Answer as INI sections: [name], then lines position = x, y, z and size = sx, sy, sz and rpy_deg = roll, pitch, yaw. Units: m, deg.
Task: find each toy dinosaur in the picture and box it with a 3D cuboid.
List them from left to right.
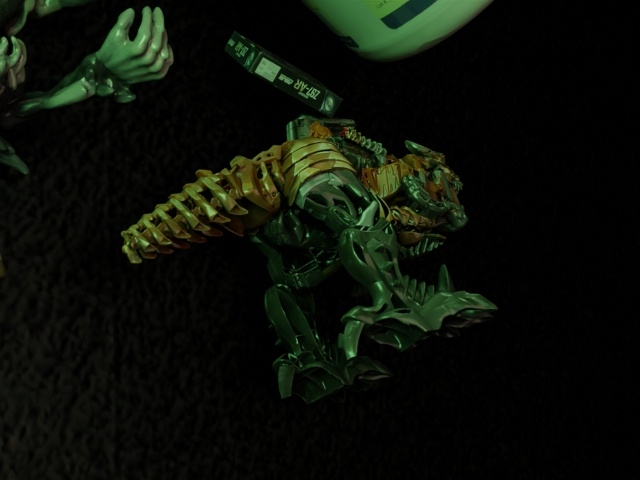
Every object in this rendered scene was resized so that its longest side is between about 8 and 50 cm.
[toy dinosaur]
position = 0.000, 0.000, 0.695
size = 0.322, 0.164, 0.218
rpy_deg = -14, 71, -24

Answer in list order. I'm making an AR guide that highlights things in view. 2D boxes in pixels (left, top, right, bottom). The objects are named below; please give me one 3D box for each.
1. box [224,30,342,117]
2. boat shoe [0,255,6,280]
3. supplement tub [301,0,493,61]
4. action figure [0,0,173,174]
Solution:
[box]
position = -0.030, -0.134, 0.734
size = 0.083, 0.067, 0.018
rpy_deg = 25, 103, -33
[boat shoe]
position = -0.277, 0.003, 0.476
size = 0.223, 0.080, 0.073
rpy_deg = -3, 73, -46
[supplement tub]
position = 0.011, -0.326, 0.713
size = 0.325, 0.235, 0.235
rpy_deg = 40, 54, -25
[action figure]
position = -0.179, -0.157, 0.565
size = 0.164, 0.141, 0.276
rpy_deg = 48, 49, -33
